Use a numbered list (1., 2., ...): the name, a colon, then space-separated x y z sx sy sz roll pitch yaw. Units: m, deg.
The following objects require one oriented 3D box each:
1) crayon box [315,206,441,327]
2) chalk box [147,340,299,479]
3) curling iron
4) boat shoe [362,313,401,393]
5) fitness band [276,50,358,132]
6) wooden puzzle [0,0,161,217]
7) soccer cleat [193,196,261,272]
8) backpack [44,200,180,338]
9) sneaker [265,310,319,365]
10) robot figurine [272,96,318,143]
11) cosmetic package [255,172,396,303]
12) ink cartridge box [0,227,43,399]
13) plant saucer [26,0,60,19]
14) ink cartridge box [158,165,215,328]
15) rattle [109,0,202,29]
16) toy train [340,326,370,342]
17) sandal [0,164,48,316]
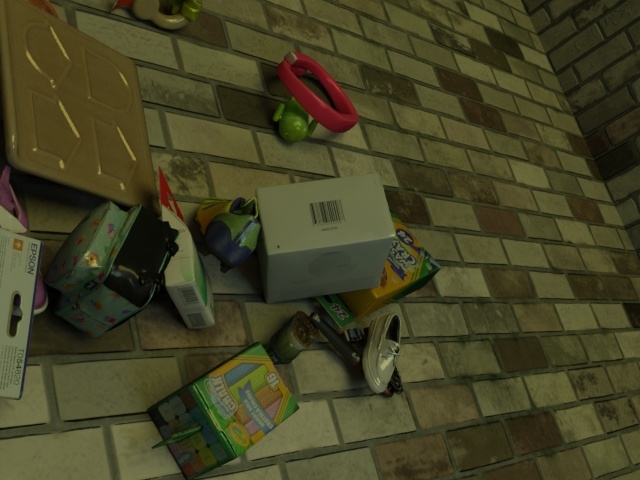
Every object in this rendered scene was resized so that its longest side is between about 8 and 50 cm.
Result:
1. crayon box: 0.094 0.041 1.639 0.203 0.083 0.323 50 36 16
2. chalk box: -0.162 0.272 1.201 0.213 0.132 0.132 -28 86 -51
3. curling iron: 0.069 0.226 1.545 0.274 0.035 0.068 40 36 -27
4. boat shoe: 0.130 0.218 1.539 0.066 0.063 0.184 46 34 -20
5. fitness band: 0.000 -0.343 1.812 0.209 0.054 0.291 50 19 4
6. wooden puzzle: -0.408 -0.211 1.280 0.348 0.080 0.322 28 44 -60
7. soccer cleat: -0.152 -0.032 1.354 0.093 0.121 0.289 43 4 -18
8. backpack: -0.318 0.047 1.150 0.144 0.188 0.166 30 42 -21
9. sneaker: -0.059 0.183 1.425 0.064 0.086 0.192 53 7 1
10. robot figurine: -0.060 -0.267 1.741 0.101 0.067 0.115 24 47 -26
11. cosmetic package: 0.000 0.000 1.422 0.224 0.225 0.138 -8 63 -9
12. ink cartridge box: -0.453 0.078 0.955 0.224 0.045 0.223 30 58 -57
13. plant saucer: -0.539 -0.377 1.329 0.200 0.037 0.200 27 46 -32
14. ink cartridge box: -0.221 0.011 1.298 0.181 0.056 0.225 82 1 -62
15. rattle: -0.353 -0.516 1.605 0.199 0.130 0.143 -13 61 -23
16. toy train: 0.099 0.193 1.611 0.158 0.036 0.027 1 64 -47
17. sandal: -0.490 -0.085 1.087 0.416 0.102 0.169 59 16 5
